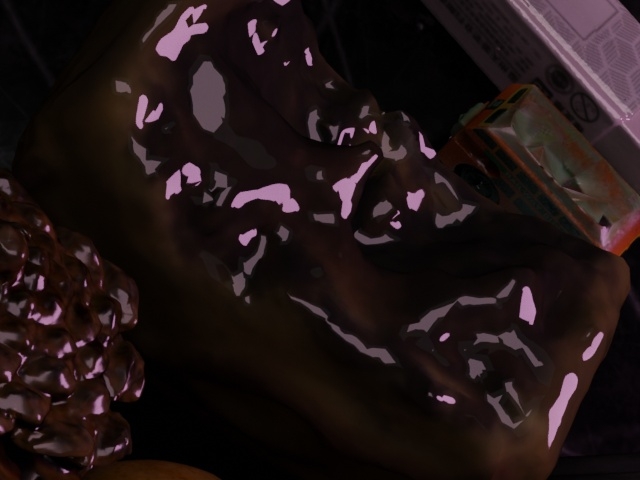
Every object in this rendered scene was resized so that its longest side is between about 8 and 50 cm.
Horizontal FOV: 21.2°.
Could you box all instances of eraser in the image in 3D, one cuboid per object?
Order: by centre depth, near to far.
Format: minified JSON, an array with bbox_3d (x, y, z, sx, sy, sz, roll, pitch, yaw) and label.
[{"bbox_3d":[0.178,-0.193,1.441,0.404,0.098,0.096,48,59,1],"label":"eraser"}]

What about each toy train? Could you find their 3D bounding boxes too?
[{"bbox_3d":[0.185,-0.041,1.383,0.188,0.099,0.072,46,59,1],"label":"toy train"}]

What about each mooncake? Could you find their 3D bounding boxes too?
[{"bbox_3d":[0.000,0.000,1.118,0.394,0.393,0.246,20,57,26],"label":"mooncake"}]

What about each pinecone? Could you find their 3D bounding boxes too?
[{"bbox_3d":[-0.232,0.072,0.970,0.243,0.257,0.244,22,61,-47],"label":"pinecone"}]

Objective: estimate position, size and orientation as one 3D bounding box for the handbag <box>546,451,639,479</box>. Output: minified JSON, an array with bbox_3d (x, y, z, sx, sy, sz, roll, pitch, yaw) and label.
[{"bbox_3d":[0.270,0.270,1.177,0.247,0.340,0.240,-6,89,-22],"label":"handbag"}]

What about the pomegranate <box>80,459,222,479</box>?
[{"bbox_3d":[-0.110,0.271,1.044,0.260,0.260,0.260,8,66,-20],"label":"pomegranate"}]
